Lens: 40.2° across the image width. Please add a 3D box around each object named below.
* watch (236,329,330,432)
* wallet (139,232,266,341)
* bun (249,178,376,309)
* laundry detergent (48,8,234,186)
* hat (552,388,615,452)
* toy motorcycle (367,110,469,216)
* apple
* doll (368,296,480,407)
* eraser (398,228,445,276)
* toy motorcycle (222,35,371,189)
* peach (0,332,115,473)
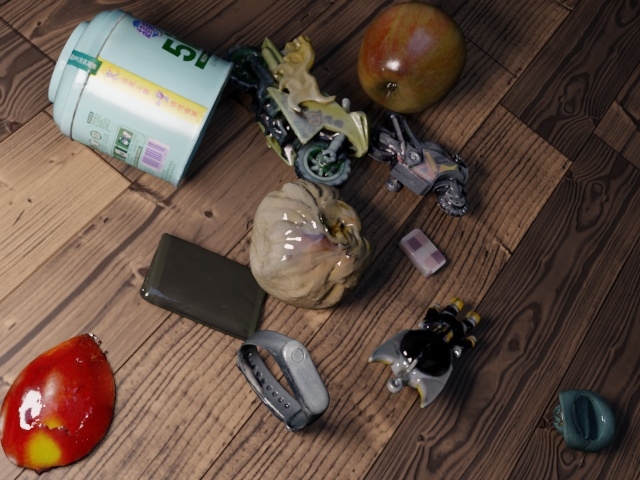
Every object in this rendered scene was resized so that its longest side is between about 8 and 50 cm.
[{"bbox_3d":[-0.070,0.266,1.658,0.068,0.193,0.206,-34,99,-33],"label":"watch"},{"bbox_3d":[-0.230,0.096,1.767,0.245,0.052,0.168,25,52,-16],"label":"wallet"},{"bbox_3d":[-0.014,0.004,1.787,0.282,0.205,0.281,6,72,-20],"label":"bun"},{"bbox_3d":[-0.371,-0.297,1.779,0.305,0.287,0.287,25,57,-8],"label":"laundry detergent"},{"bbox_3d":[0.556,0.389,1.903,0.191,0.078,0.138,17,65,-35],"label":"hat"},{"bbox_3d":[0.240,-0.180,2.071,0.307,0.108,0.173,40,47,4],"label":"toy motorcycle"},{"bbox_3d":[0.215,-0.435,2.106,0.257,0.257,0.234,32,55,-3],"label":"apple"},{"bbox_3d":[0.227,0.224,1.843,0.316,0.103,0.145,-38,97,-41],"label":"doll"},{"bbox_3d":[0.231,0.028,1.995,0.065,0.026,0.105,-35,79,-35],"label":"eraser"},{"bbox_3d":[-0.041,-0.298,1.981,0.237,0.168,0.410,-30,77,-33],"label":"toy motorcycle"},{"bbox_3d":[-0.459,0.276,1.566,0.189,0.068,0.279,22,57,-12],"label":"peach"}]
